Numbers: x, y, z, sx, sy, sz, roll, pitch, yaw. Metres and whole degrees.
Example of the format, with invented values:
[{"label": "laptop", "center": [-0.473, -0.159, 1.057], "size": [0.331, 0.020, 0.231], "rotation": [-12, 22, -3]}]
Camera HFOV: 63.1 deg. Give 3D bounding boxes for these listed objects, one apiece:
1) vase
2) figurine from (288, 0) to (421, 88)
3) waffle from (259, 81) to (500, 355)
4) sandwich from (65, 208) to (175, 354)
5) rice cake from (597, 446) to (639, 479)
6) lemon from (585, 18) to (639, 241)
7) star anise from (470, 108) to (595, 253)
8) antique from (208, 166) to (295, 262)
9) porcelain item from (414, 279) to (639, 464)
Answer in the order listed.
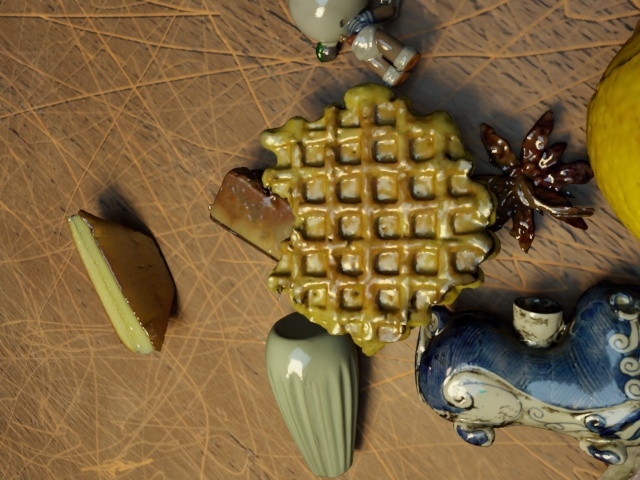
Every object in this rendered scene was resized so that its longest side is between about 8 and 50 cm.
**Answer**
[{"label": "vase", "center": [-0.002, 0.227, 0.750], "size": [0.129, 0.128, 0.247], "rotation": [-1, 111, 24]}, {"label": "figurine", "center": [0.037, -0.267, 0.624], "size": [0.197, 0.093, 0.147], "rotation": [38, 137, 2]}, {"label": "waffle", "center": [0.051, -0.027, 0.611], "size": [0.282, 0.058, 0.300], "rotation": [-26, 81, 13]}, {"label": "sandwich", "center": [-0.321, 0.061, 0.863], "size": [0.094, 0.096, 0.257], "rotation": [-19, 96, 33]}, {"label": "rice cake", "center": [0.432, 0.180, 0.570], "size": [0.073, 0.056, 0.364], "rotation": [25, 111, -3]}, {"label": "lemon", "center": [0.366, -0.092, 0.419], "size": [0.294, 0.293, 0.292], "rotation": [6, 105, 23]}, {"label": "star anise", "center": [0.233, -0.067, 0.602], "size": [0.168, 0.057, 0.167], "rotation": [3, 97, 23]}, {"label": "antique", "center": [0.000, 0.000, 0.707], "size": [0.310, 0.087, 0.093], "rotation": [31, 112, 15]}, {"label": "porcelain item", "center": [0.254, 0.137, 0.603], "size": [0.288, 0.138, 0.186], "rotation": [3, 100, 22]}]
